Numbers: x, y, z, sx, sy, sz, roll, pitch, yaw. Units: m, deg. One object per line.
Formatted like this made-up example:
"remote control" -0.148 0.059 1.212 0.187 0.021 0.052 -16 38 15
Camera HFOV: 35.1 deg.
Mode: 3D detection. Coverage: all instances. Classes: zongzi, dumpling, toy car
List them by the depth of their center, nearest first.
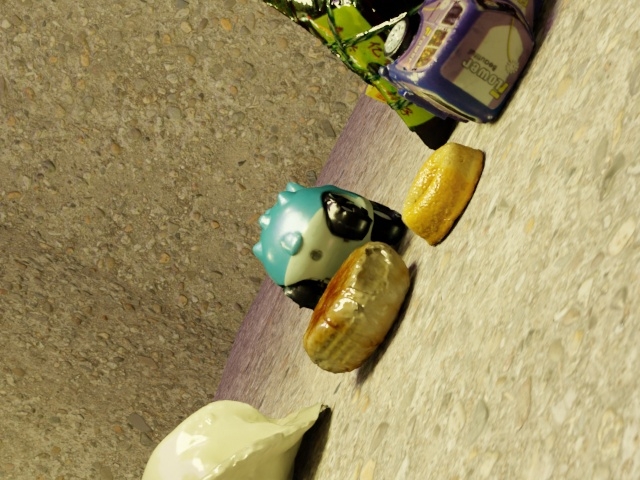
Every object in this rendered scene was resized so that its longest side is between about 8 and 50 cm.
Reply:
"toy car" 0.209 -0.274 1.365 0.235 0.172 0.158 -61 22 9
"dumpling" -0.111 0.352 1.533 0.315 0.233 0.395 -33 -10 -1
"zongzi" 0.146 -0.366 1.539 0.362 0.383 0.319 -18 52 60
"toy car" 0.000 0.000 1.609 0.255 0.190 0.188 6 -67 -57

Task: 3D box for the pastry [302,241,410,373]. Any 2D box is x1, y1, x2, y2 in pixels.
"pastry" 0.052 0.095 1.427 0.192 0.093 0.182 -55 9 36

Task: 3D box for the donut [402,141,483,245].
"donut" 0.160 -0.066 1.352 0.152 0.058 0.152 -61 8 15

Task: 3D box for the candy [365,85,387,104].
"candy" 0.202 -0.357 1.801 0.276 0.146 0.088 -64 7 -11
